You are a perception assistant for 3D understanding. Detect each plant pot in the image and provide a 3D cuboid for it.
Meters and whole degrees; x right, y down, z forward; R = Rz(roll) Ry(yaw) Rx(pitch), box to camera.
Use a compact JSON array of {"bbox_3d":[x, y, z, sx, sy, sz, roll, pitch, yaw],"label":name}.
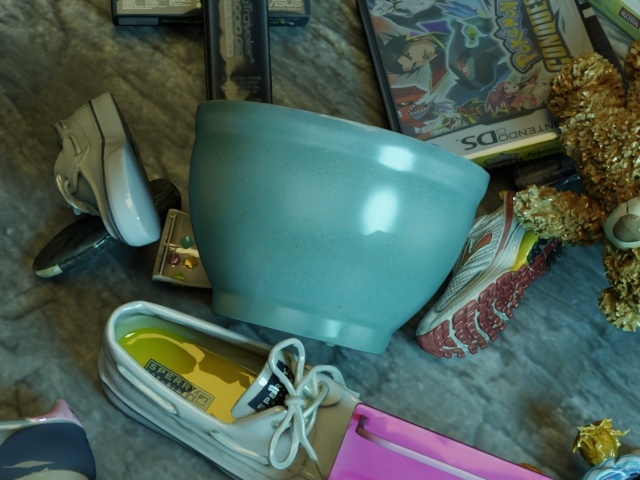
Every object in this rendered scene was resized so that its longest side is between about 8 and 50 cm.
[{"bbox_3d":[0.000,0.000,1.196,0.293,0.293,0.196,13,85,1],"label":"plant pot"}]

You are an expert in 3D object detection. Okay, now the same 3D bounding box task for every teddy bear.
[{"bbox_3d":[0.312,-0.081,1.215,0.245,0.113,0.338,2,56,26],"label":"teddy bear"}]

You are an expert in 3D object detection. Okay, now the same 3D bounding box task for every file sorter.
[{"bbox_3d":[0.069,0.307,0.996,0.202,0.182,0.291,21,87,5],"label":"file sorter"}]

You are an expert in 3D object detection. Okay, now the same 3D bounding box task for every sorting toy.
[{"bbox_3d":[-0.132,0.020,1.284,0.075,0.045,0.083,14,59,-7],"label":"sorting toy"}]

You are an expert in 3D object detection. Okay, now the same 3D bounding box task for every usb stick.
[{"bbox_3d":[-0.095,-0.256,1.387,0.077,0.045,0.278,-2,85,-16],"label":"usb stick"}]

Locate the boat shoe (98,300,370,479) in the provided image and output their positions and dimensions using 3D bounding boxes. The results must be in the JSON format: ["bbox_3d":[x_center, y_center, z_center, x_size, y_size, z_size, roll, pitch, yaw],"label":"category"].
[{"bbox_3d":[-0.042,0.152,1.150,0.367,0.156,0.136,28,61,9],"label":"boat shoe"}]

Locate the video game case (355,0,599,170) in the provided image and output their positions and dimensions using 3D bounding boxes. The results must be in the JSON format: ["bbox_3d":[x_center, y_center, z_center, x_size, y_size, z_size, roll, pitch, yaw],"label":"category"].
[{"bbox_3d":[0.187,-0.205,1.415,0.248,0.035,0.275,-14,60,3],"label":"video game case"}]

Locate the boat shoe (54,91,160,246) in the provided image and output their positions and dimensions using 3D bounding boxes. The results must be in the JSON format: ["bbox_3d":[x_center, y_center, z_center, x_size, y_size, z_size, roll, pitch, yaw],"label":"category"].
[{"bbox_3d":[-0.227,-0.067,1.249,0.088,0.096,0.267,-24,38,-2],"label":"boat shoe"}]

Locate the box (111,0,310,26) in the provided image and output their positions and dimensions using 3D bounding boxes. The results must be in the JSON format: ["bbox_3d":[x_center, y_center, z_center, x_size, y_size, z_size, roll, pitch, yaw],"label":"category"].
[{"bbox_3d":[-0.130,-0.345,1.444,0.232,0.059,0.183,-2,87,-9],"label":"box"}]

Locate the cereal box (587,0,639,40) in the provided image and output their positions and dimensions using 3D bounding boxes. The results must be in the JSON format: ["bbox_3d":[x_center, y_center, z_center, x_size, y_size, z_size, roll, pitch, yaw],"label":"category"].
[{"bbox_3d":[0.424,-0.372,1.572,0.240,0.047,0.173,-39,71,-25],"label":"cereal box"}]

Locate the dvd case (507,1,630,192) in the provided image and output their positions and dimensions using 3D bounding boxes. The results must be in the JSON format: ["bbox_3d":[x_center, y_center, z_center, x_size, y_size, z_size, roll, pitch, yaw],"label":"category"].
[{"bbox_3d":[0.270,-0.163,1.414,0.164,0.018,0.221,-20,59,4],"label":"dvd case"}]

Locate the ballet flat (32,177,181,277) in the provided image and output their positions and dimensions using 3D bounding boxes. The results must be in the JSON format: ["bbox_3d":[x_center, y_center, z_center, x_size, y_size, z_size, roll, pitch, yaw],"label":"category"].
[{"bbox_3d":[-0.218,-0.005,1.287,0.173,0.049,0.057,-30,41,-15],"label":"ballet flat"}]

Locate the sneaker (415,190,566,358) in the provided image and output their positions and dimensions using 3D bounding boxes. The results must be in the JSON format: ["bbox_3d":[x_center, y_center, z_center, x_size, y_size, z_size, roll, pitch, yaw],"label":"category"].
[{"bbox_3d":[0.170,0.035,1.299,0.092,0.088,0.225,27,58,32],"label":"sneaker"}]

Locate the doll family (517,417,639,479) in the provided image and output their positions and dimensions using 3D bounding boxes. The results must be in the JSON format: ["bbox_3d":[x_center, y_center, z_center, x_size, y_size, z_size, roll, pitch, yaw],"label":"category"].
[{"bbox_3d":[0.261,0.257,1.149,0.263,0.118,0.163,-19,64,-17],"label":"doll family"}]

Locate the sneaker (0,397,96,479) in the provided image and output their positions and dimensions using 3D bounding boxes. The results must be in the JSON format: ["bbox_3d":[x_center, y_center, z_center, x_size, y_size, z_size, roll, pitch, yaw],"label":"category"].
[{"bbox_3d":[-0.365,0.217,1.118,0.319,0.112,0.131,-3,44,-12],"label":"sneaker"}]
